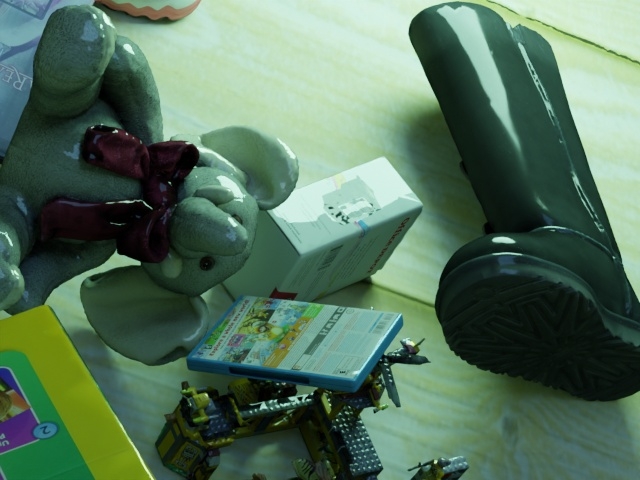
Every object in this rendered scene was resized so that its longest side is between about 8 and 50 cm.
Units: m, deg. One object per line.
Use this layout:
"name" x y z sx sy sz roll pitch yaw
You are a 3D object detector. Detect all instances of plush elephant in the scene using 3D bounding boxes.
"plush elephant" -0.163 -0.031 1.634 0.255 0.330 0.272 22 87 -5

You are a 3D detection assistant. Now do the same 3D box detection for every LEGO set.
"LEGO set" 0.013 0.219 1.598 0.255 0.192 0.331 0 55 -28

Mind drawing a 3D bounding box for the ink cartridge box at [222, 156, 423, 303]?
"ink cartridge box" 0.000 0.000 1.807 0.175 0.127 0.072 -22 66 -39

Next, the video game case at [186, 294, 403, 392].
"video game case" -0.023 0.092 1.631 0.166 0.015 0.119 6 31 24

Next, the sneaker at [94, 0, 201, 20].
"sneaker" -0.252 -0.314 1.909 0.313 0.136 0.116 -7 58 -32

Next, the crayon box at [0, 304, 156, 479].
"crayon box" -0.311 0.223 1.322 0.363 0.106 0.313 -21 37 -16

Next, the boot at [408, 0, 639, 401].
"boot" 0.190 -0.077 1.892 0.367 0.146 0.445 32 38 -52

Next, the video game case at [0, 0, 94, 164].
"video game case" -0.339 -0.233 1.798 0.196 0.026 0.274 25 72 -8

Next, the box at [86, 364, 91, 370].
"box" -0.288 0.188 1.537 0.058 0.087 0.232 35 46 -2
